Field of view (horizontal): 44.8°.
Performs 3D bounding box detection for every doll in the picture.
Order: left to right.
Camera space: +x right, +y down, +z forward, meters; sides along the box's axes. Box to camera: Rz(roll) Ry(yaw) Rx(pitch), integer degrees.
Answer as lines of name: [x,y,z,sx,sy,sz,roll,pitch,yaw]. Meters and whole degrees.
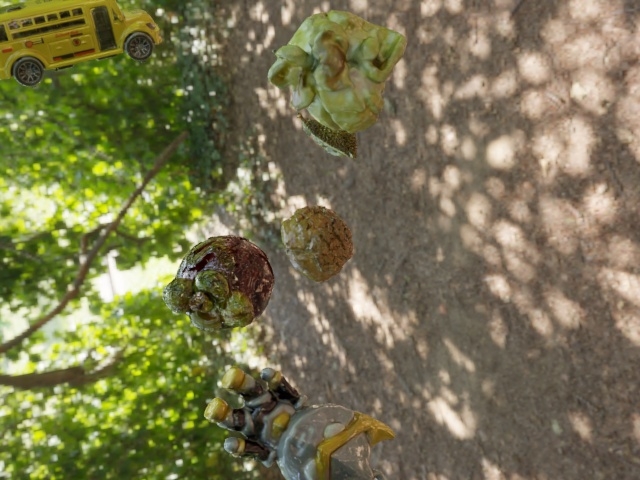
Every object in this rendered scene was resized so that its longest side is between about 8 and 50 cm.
doll: [-0.018,0.280,1.100,0.103,0.316,0.146,-29,35,44]

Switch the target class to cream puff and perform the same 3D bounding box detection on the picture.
cream puff: [0.000,0.000,1.479,0.115,0.150,0.165,-36,43,20]

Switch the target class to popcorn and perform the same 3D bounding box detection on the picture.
popcorn: [0.018,-0.195,0.893,0.135,0.162,0.142,44,158,50]

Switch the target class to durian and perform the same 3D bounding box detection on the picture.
durian: [0.017,-0.303,2.119,0.102,0.208,0.146,-61,29,3]

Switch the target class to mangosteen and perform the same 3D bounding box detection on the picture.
mangosteen: [-0.162,0.077,1.257,0.180,0.166,0.166,-54,-32,-62]

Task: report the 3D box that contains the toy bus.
toy bus: [-0.495,-0.422,1.557,0.144,0.330,0.152,-133,30,-55]
